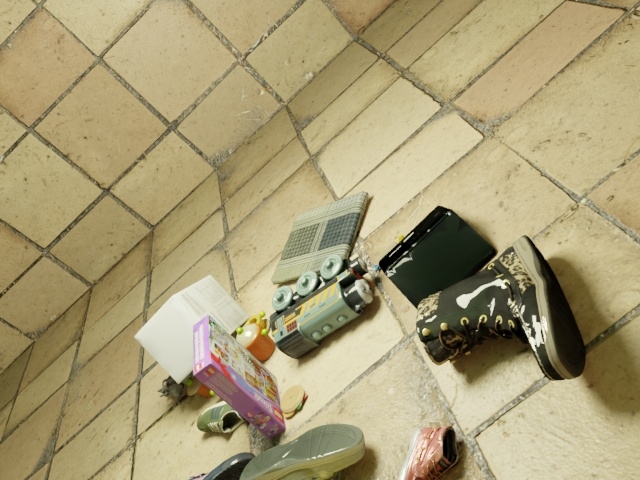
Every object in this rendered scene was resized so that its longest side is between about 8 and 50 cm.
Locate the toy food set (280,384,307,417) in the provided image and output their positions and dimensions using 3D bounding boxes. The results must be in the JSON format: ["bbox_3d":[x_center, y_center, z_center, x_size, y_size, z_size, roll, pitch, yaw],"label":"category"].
[{"bbox_3d":[-0.070,0.410,1.604,0.082,0.020,0.083,-42,27,9],"label":"toy food set"}]

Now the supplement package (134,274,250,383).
[{"bbox_3d":[-0.389,0.266,1.926,0.199,0.198,0.262,-45,-2,17],"label":"supplement package"}]

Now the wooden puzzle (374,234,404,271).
[{"bbox_3d":[0.195,0.038,1.735,0.116,0.014,0.079,-40,24,12],"label":"wooden puzzle"}]

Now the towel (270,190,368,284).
[{"bbox_3d":[0.000,0.000,2.032,0.324,0.056,0.312,-15,44,42],"label":"towel"}]

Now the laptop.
[{"bbox_3d":[0.285,0.044,1.582,0.234,0.136,0.264,-44,5,4],"label":"laptop"}]

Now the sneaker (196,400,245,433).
[{"bbox_3d":[-0.274,0.499,1.723,0.192,0.064,0.086,-33,26,19],"label":"sneaker"}]

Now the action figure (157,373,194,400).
[{"bbox_3d":[-0.456,0.412,2.069,0.185,0.099,0.285,-28,36,19],"label":"action figure"}]

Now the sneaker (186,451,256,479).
[{"bbox_3d":[-0.283,0.609,1.542,0.319,0.112,0.131,-42,31,7],"label":"sneaker"}]

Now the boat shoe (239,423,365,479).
[{"bbox_3d":[-0.030,0.498,1.369,0.320,0.103,0.118,-29,13,20],"label":"boat shoe"}]

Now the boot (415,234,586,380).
[{"bbox_3d":[0.338,0.169,1.223,0.284,0.138,0.377,-32,27,23],"label":"boot"}]

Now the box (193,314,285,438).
[{"bbox_3d":[-0.209,0.347,1.585,0.057,0.293,0.201,-36,28,8],"label":"box"}]

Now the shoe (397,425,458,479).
[{"bbox_3d":[0.201,0.425,1.156,0.081,0.063,0.178,-26,29,43],"label":"shoe"}]

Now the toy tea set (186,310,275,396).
[{"bbox_3d":[-0.281,0.348,1.868,0.336,0.124,0.200,-48,28,-3],"label":"toy tea set"}]

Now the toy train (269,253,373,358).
[{"bbox_3d":[0.000,0.181,1.702,0.333,0.142,0.190,-34,42,20],"label":"toy train"}]
